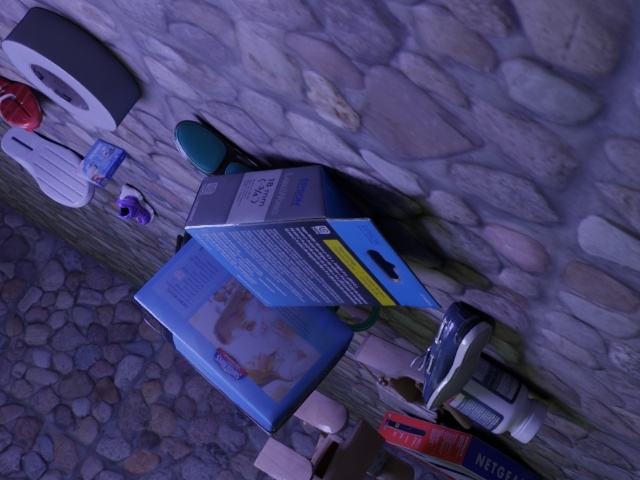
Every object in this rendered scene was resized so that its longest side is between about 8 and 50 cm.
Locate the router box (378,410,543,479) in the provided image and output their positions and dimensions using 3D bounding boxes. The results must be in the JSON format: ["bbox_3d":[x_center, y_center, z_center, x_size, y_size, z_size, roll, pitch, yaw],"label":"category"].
[{"bbox_3d":[0.362,0.568,2.383,0.335,0.082,0.301,35,162,-35],"label":"router box"}]

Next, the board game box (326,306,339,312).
[{"bbox_3d":[-0.091,0.103,1.887,0.259,0.136,0.030,32,152,4],"label":"board game box"}]

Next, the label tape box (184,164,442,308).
[{"bbox_3d":[0.000,0.000,1.376,0.333,0.106,0.240,-2,145,35],"label":"label tape box"}]

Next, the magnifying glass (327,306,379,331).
[{"bbox_3d":[0.014,0.081,1.722,0.231,0.092,0.026,40,171,16],"label":"magnifying glass"}]

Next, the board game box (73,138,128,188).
[{"bbox_3d":[-0.462,-0.162,1.918,0.090,0.090,0.020,22,163,36],"label":"board game box"}]

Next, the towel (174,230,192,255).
[{"bbox_3d":[-0.200,0.110,2.041,0.324,0.056,0.312,40,-167,-14],"label":"towel"}]

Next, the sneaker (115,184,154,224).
[{"bbox_3d":[-0.463,-0.077,2.231,0.068,0.071,0.170,29,165,18],"label":"sneaker"}]

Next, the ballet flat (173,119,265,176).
[{"bbox_3d":[-0.155,-0.123,1.457,0.188,0.070,0.070,39,165,-8],"label":"ballet flat"}]

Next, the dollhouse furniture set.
[{"bbox_3d":[0.129,0.442,1.986,0.256,0.394,0.362,20,160,41],"label":"dollhouse furniture set"}]

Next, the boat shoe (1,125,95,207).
[{"bbox_3d":[-0.656,-0.180,2.274,0.335,0.121,0.119,38,177,30],"label":"boat shoe"}]

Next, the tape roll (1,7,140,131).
[{"bbox_3d":[-0.401,-0.273,1.474,0.219,0.072,0.219,31,166,9],"label":"tape roll"}]

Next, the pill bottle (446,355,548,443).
[{"bbox_3d":[0.316,0.288,1.665,0.180,0.108,0.108,33,165,5],"label":"pill bottle"}]

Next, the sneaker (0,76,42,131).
[{"bbox_3d":[-0.627,-0.277,1.962,0.221,0.087,0.128,37,179,39],"label":"sneaker"}]

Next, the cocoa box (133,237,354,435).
[{"bbox_3d":[-0.142,0.163,1.717,0.347,0.231,0.228,41,165,9],"label":"cocoa box"}]

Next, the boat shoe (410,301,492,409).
[{"bbox_3d":[0.212,0.199,1.538,0.079,0.095,0.254,46,151,25],"label":"boat shoe"}]

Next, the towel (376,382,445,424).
[{"bbox_3d":[0.236,0.427,2.401,0.187,0.049,0.282,31,167,14],"label":"towel"}]
